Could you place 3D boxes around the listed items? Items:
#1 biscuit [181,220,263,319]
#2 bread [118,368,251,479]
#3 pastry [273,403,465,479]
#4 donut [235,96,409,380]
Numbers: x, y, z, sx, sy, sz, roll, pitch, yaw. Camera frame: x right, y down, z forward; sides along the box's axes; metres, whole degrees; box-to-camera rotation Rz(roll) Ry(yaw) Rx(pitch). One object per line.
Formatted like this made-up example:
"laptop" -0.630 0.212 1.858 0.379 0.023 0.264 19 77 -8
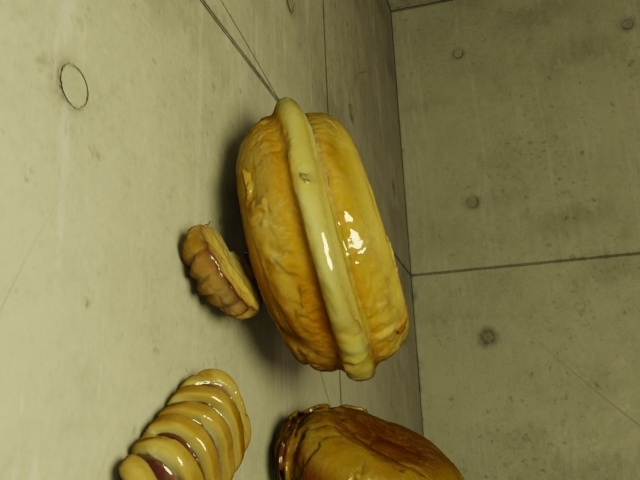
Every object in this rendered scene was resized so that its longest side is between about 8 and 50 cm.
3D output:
"biscuit" -0.131 0.052 0.906 0.183 0.061 0.118 52 17 -61
"bread" -0.142 0.244 0.754 0.225 0.081 0.134 -60 142 -67
"pastry" 0.089 0.389 1.096 0.163 0.356 0.356 -65 162 -1
"donut" 0.000 0.000 1.038 0.449 0.198 0.448 -16 90 -90
